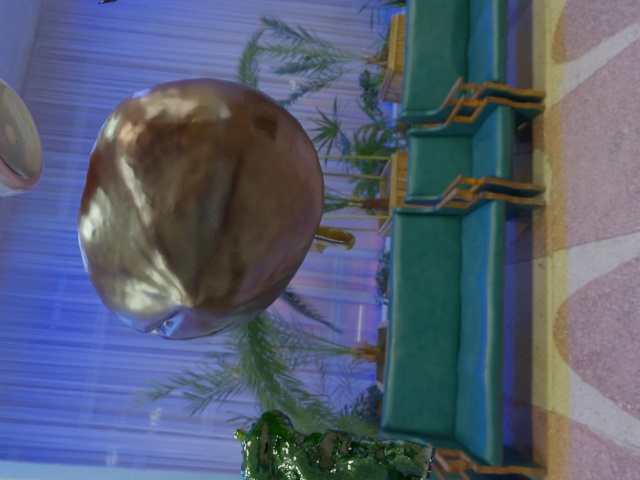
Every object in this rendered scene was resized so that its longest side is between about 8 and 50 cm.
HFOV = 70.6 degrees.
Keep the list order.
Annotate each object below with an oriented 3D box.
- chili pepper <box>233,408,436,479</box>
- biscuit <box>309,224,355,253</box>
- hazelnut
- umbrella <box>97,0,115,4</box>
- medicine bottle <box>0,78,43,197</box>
[{"bbox_3d":[0.002,0.300,0.592,0.099,0.270,0.136,50,-126,-69],"label":"chili pepper"},{"bbox_3d":[0.000,0.000,1.111,0.183,0.174,0.039,77,-154,-74],"label":"biscuit"},{"bbox_3d":[-0.184,-0.038,0.690,0.359,0.359,0.409,-91,24,-67],"label":"hazelnut"},{"bbox_3d":[-0.519,-0.631,1.170,0.022,0.122,0.013,-13,109,57],"label":"umbrella"},{"bbox_3d":[-0.736,-0.155,0.792,0.219,0.388,0.219,168,90,-84],"label":"medicine bottle"}]
